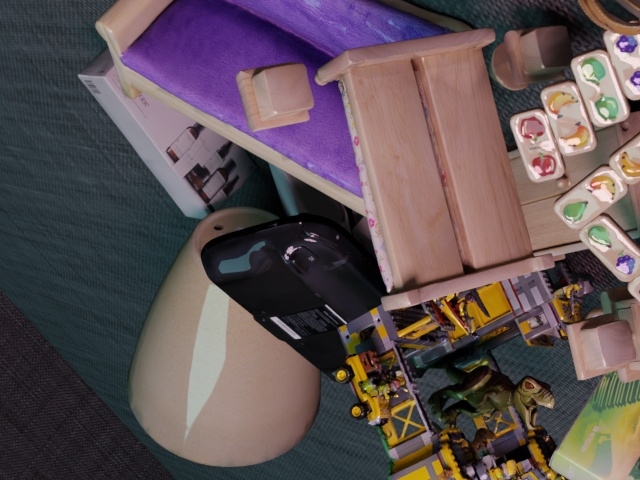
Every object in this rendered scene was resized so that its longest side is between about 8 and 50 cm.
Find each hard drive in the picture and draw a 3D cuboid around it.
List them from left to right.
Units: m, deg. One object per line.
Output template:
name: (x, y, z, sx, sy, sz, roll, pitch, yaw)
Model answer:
hard drive: (0.000, 0.000, 1.536, 0.307, 0.040, 0.203, 75, 169, -54)

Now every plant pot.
plant pot: (-0.105, 0.098, 1.640, 0.256, 0.256, 0.274, 31, 137, 18)

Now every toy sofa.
toy sofa: (-0.030, -0.164, 1.252, 0.363, 0.150, 0.177, 30, 157, 19)

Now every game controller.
game controller: (0.010, 0.071, 1.424, 0.166, 0.067, 0.319, -7, 147, 32)

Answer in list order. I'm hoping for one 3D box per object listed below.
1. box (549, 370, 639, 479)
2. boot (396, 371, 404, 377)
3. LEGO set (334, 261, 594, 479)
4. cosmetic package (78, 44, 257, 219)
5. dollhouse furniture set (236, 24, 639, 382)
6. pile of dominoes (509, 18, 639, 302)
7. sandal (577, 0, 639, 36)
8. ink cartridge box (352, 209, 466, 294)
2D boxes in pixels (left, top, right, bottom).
box: (0.400, 0.187, 1.163, 0.322, 0.232, 0.058, 29, 157, 20)
boot: (0.014, 0.102, 1.776, 0.213, 0.077, 0.165, 17, 150, 31)
LEGO set: (0.179, 0.127, 1.259, 0.331, 0.192, 0.255, 23, -137, -54)
cosmetic package: (-0.179, -0.141, 1.582, 0.060, 0.099, 0.239, 9, 144, 46)
dollhouse furniture set: (0.102, -0.001, 1.078, 0.174, 0.356, 0.303, -18, 85, 62)
pile of dominoes: (0.266, -0.075, 0.947, 0.196, 0.040, 0.251, 44, 121, -8)
sandal: (0.202, -0.172, 0.889, 0.219, 0.090, 0.060, -131, 36, -57)
ink cartridge box: (0.107, 0.002, 1.434, 0.143, 0.090, 0.092, 29, 156, 24)
